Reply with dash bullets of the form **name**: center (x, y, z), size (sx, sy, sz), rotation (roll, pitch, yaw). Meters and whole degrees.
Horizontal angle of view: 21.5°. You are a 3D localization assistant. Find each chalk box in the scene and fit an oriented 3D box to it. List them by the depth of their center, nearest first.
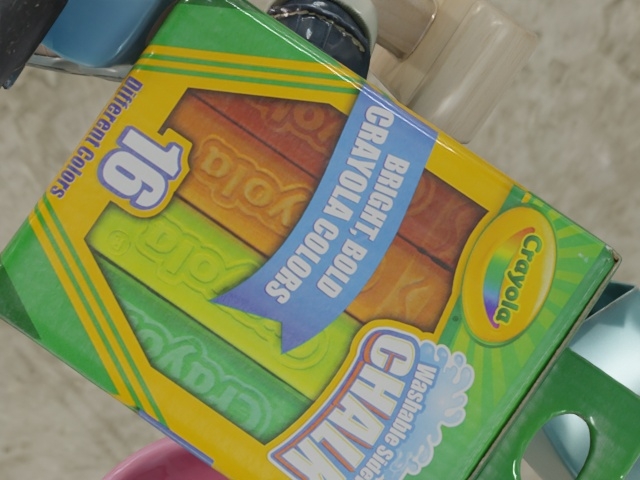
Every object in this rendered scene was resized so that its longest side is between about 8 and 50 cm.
- **chalk box**: center (0.020, 0.040, 0.796), size (0.289, 0.179, 0.180), rotation (33, 87, 5)

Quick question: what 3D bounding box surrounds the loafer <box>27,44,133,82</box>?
- **loafer**: center (-0.225, -0.198, 1.599), size (0.267, 0.096, 0.084), rotation (14, 94, 41)

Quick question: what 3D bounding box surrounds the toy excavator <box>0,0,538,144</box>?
- **toy excavator**: center (-0.087, -0.198, 0.865), size (0.433, 0.445, 0.222), rotation (34, 102, 3)

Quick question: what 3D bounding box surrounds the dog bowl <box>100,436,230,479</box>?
- **dog bowl**: center (-0.102, 0.368, 1.660), size (0.408, 0.150, 0.408), rotation (-14, 61, 28)

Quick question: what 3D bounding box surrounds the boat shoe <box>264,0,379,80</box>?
- **boat shoe**: center (-0.015, -0.051, 1.023), size (0.095, 0.254, 0.079), rotation (20, 56, 0)

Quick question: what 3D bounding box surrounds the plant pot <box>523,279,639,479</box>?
- **plant pot**: center (0.288, 0.181, 1.794), size (0.165, 0.166, 0.234), rotation (-32, 102, -13)
